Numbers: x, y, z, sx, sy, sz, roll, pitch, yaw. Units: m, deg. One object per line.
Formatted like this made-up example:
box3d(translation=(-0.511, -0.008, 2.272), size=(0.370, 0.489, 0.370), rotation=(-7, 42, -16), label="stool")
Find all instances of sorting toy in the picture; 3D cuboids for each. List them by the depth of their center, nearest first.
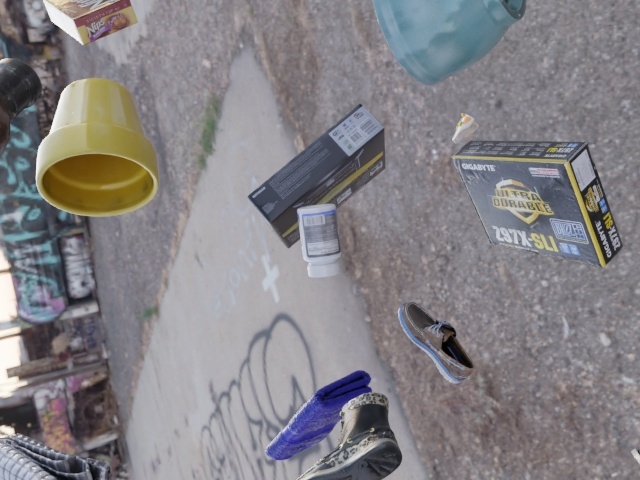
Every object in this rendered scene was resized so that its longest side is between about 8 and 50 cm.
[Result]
box3d(translation=(0.376, -0.292, 1.763), size=(0.045, 0.083, 0.075), rotation=(36, 100, 18), label="sorting toy")

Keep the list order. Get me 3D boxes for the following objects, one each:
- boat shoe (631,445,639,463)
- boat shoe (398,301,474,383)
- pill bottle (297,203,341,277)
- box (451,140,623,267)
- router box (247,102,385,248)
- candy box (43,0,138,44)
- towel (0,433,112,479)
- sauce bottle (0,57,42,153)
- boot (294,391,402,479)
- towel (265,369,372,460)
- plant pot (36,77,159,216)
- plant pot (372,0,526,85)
box3d(translation=(0.432, 0.283, 0.713), size=(0.075, 0.065, 0.206), rotation=(38, -176, -36), label="boat shoe")
box3d(translation=(0.226, 0.183, 1.268), size=(0.183, 0.066, 0.066), rotation=(48, 140, 7), label="boat shoe")
box3d(translation=(0.000, 0.000, 1.313), size=(0.078, 0.078, 0.137), rotation=(-168, 70, -66), label="pill bottle")
box3d(translation=(0.455, -0.087, 1.423), size=(0.322, 0.079, 0.257), rotation=(16, 142, 58), label="box")
box3d(translation=(0.003, -0.131, 1.461), size=(0.081, 0.309, 0.243), rotation=(49, 175, 14), label="router box")
box3d(translation=(-0.424, -0.421, 1.219), size=(0.186, 0.109, 0.053), rotation=(38, 151, 45), label="candy box")
box3d(translation=(-0.456, 0.470, 1.096), size=(0.235, 0.121, 0.284), rotation=(10, 102, 33), label="towel")
box3d(translation=(-0.465, -0.119, 0.825), size=(0.344, 0.111, 0.111), rotation=(-73, -7, -49), label="sauce bottle")
box3d(translation=(0.044, 0.401, 1.271), size=(0.085, 0.236, 0.178), rotation=(53, -166, -18), label="boot")
box3d(translation=(0.001, 0.489, 1.829), size=(0.076, 0.227, 0.308), rotation=(51, 130, 21), label="towel")
box3d(translation=(-0.494, -0.217, 1.480), size=(0.254, 0.254, 0.239), rotation=(116, 147, -57), label="plant pot")
box3d(translation=(0.254, -0.456, 1.223), size=(0.196, 0.293, 0.293), rotation=(-10, 93, 38), label="plant pot")
